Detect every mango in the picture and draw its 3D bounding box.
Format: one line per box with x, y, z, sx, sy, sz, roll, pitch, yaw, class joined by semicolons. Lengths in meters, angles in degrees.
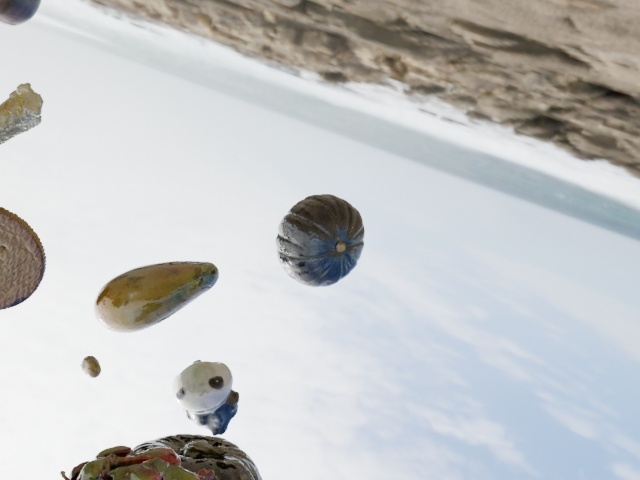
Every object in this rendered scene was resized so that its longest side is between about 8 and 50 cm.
-0.387;0.119;1.872;0.316;0.146;0.193;-23;-172;7;mango

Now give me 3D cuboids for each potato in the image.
-0.613;0.339;2.113;0.040;0.051;0.083;10;-167;-40;potato

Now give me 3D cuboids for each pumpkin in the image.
0.000;0.000;1.832;0.220;0.220;0.162;13;-177;-42;pumpkin
-0.263;0.518;1.564;0.323;0.241;0.323;2;-179;0;pumpkin

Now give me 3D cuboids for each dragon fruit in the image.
-0.306;0.451;1.271;0.303;0.237;0.231;-15;164;-14;dragon fruit

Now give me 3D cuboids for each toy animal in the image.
-0.391;0.508;2.675;0.212;0.212;0.266;24;145;31;toy animal

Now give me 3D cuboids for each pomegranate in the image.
-0.731;-0.615;1.857;0.180;0.209;0.180;42;-177;-2;pomegranate

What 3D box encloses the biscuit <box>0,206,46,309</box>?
-0.835;0.042;1.957;0.305;0.305;0.038;17;-157;-16;biscuit

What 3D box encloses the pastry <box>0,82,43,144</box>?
-0.893;-0.340;2.218;0.121;0.258;0.089;58;175;5;pastry
